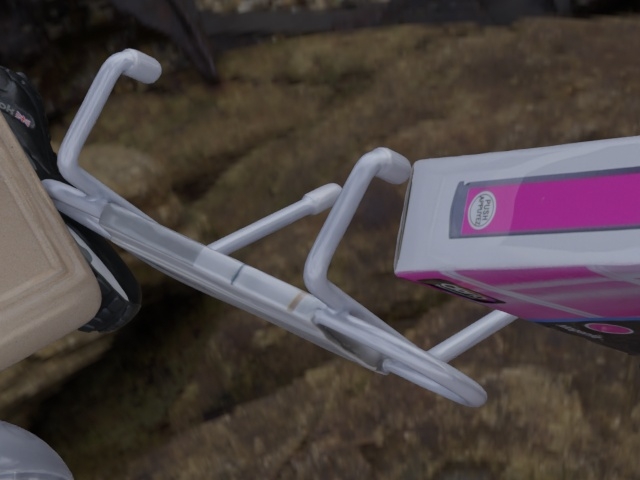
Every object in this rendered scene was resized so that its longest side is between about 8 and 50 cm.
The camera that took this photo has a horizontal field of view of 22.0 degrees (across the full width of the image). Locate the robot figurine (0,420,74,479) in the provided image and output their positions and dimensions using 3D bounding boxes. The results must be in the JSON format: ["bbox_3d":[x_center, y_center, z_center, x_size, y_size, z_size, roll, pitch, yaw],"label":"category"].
[{"bbox_3d":[-0.242,0.272,1.142,0.200,0.300,0.353,-38,62,30],"label":"robot figurine"}]

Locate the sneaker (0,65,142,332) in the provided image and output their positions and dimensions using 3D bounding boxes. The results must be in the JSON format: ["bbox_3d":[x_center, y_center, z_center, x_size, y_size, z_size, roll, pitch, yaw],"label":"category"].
[{"bbox_3d":[-0.221,-0.061,1.189,0.283,0.107,0.124,43,51,-8],"label":"sneaker"}]

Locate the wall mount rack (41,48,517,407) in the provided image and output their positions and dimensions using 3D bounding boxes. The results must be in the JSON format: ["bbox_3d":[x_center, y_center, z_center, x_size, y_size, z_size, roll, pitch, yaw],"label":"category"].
[{"bbox_3d":[0.000,0.000,1.073,0.350,0.304,0.130,24,83,32],"label":"wall mount rack"}]

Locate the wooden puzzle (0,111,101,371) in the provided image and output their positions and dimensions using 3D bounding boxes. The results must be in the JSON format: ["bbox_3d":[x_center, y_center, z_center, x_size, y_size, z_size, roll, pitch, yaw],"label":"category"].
[{"bbox_3d":[-0.281,-0.009,1.009,0.221,0.044,0.239,-29,94,-25],"label":"wooden puzzle"}]

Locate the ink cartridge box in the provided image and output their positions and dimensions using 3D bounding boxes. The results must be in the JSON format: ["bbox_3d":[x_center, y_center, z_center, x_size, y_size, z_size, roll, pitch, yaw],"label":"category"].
[{"bbox_3d":[0.215,0.004,0.672,0.371,0.175,0.069,-7,69,51],"label":"ink cartridge box"}]
